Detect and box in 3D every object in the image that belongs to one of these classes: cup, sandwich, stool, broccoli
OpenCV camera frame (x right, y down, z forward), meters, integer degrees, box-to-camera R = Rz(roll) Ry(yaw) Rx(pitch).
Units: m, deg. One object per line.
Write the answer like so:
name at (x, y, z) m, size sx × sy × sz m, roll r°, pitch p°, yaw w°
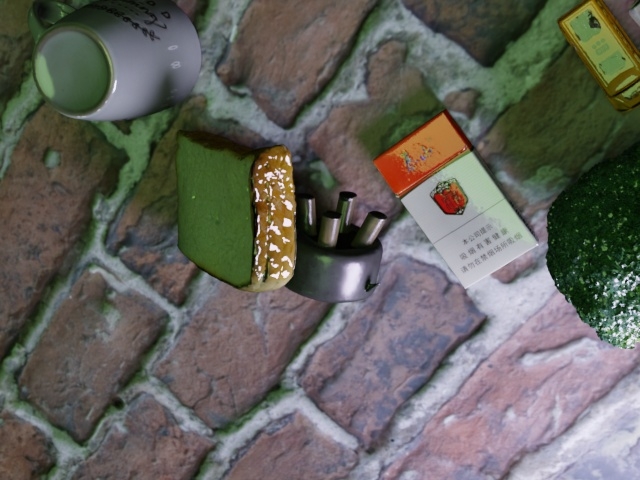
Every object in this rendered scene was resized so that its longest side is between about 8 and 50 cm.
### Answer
cup at (-0.339, -0.283, 1.366) m, size 0.258 × 0.234 × 0.186 m, roll 29°, pitch 113°, yaw 8°
sandwich at (-0.130, -0.048, 1.393) m, size 0.251 × 0.087 × 0.226 m, roll 21°, pitch 113°, yaw 53°
stool at (-0.004, 0.002, 1.400) m, size 0.228 × 0.153 × 0.139 m, roll 15°, pitch 112°, yaw 12°
broccoli at (0.434, 0.001, 1.234) m, size 0.245 × 0.265 × 0.294 m, roll 0°, pitch 105°, yaw -23°

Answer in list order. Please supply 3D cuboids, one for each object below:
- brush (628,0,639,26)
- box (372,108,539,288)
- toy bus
brush at (0.534, -0.214, 1.226) m, size 0.321 × 0.050 × 0.060 m, roll 43°, pitch 112°, yaw -9°
box at (0.203, -0.060, 1.381) m, size 0.139 × 0.035 × 0.245 m, roll -33°, pitch 97°, yaw 24°
toy bus at (0.389, -0.248, 1.239) m, size 0.069 × 0.074 × 0.162 m, roll -35°, pitch 94°, yaw 23°
